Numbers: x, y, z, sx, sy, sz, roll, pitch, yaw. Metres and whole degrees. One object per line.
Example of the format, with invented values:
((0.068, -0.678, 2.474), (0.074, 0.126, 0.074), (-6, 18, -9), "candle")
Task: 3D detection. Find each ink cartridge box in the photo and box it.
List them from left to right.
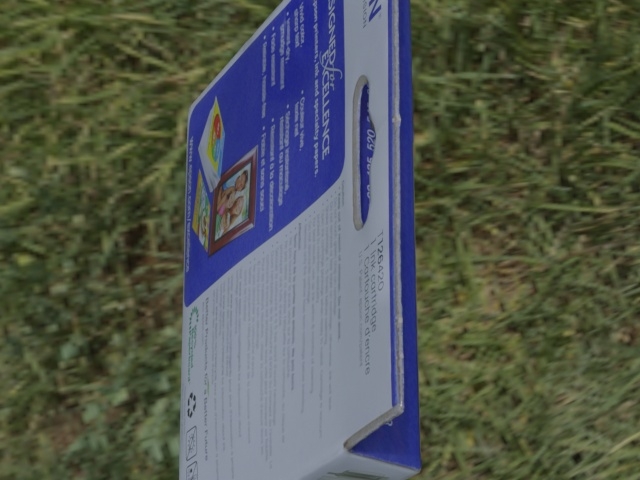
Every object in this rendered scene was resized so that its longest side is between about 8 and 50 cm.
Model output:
((0.000, 0.000, 0.963), (0.307, 0.072, 0.303), (-37, 47, 56), "ink cartridge box")
